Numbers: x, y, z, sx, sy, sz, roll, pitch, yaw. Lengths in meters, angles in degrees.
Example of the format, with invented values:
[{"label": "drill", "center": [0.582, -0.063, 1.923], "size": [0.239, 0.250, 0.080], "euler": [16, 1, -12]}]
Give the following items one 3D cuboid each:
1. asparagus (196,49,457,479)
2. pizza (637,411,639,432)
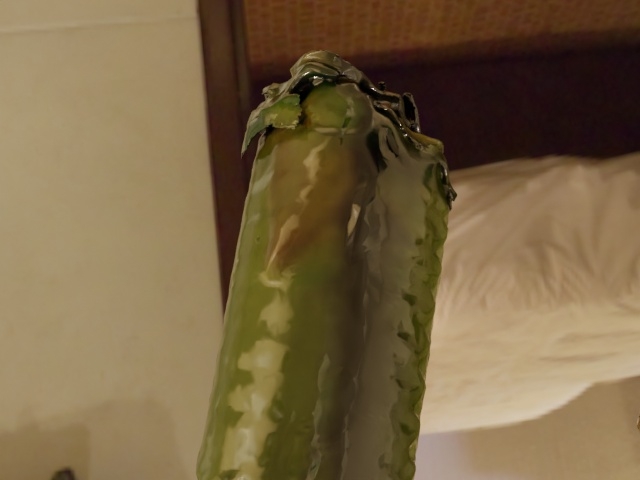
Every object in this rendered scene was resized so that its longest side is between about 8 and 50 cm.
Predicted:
[{"label": "asparagus", "center": [-0.002, 0.088, 0.532], "size": [0.128, 0.381, 0.108], "euler": [25, 152, -36]}, {"label": "pizza", "center": [0.418, 0.205, 0.924], "size": [0.323, 0.223, 0.089], "euler": [6, 142, -41]}]
